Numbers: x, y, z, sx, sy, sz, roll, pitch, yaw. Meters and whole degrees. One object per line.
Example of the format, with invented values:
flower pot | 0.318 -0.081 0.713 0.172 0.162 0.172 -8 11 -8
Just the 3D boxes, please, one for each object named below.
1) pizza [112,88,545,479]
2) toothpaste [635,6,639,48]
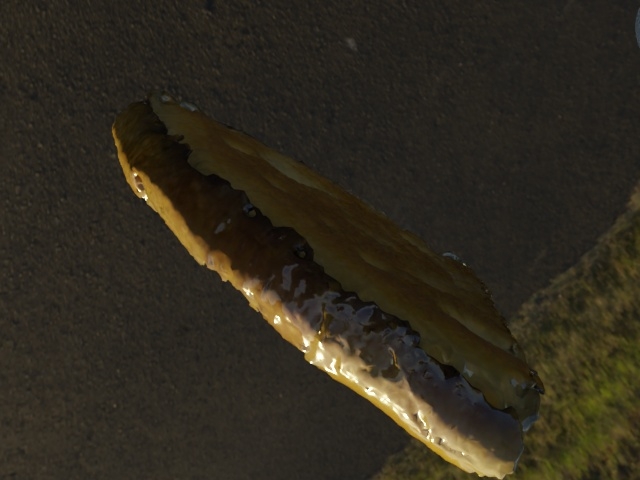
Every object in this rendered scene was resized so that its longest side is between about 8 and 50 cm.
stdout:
pizza | -0.015 -0.003 0.671 0.391 0.435 0.080 31 101 -4
toothpaste | 0.316 -0.189 0.448 0.299 0.114 0.073 -34 118 -8
